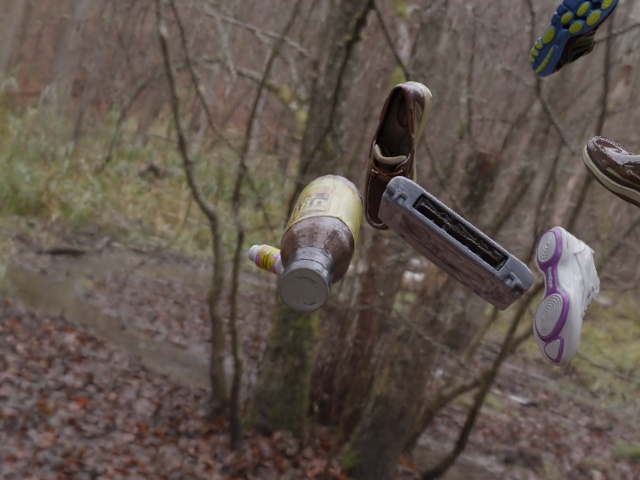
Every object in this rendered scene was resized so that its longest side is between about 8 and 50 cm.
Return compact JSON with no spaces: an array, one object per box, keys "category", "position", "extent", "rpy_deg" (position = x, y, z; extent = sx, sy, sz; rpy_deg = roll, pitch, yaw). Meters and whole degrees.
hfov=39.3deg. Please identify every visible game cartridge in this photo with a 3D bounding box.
[{"category":"game cartridge","position":[0.236,0.009,1.609],"extent":[0.297,0.062,0.198],"rpy_deg":[38,-7,8]}]

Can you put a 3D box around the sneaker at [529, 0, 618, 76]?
[{"category":"sneaker","position":[0.398,-0.329,1.392],"extent":[0.078,0.067,0.188],"rpy_deg":[-18,-21,-30]}]

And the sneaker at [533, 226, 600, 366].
[{"category":"sneaker","position":[0.530,0.122,1.870],"extent":[0.152,0.305,0.114],"rpy_deg":[22,-29,-24]}]

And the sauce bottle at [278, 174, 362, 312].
[{"category":"sauce bottle","position":[0.000,0.000,1.333],"extent":[0.112,0.111,0.344],"rpy_deg":[17,22,-1]}]

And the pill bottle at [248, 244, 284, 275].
[{"category":"pill bottle","position":[-0.089,0.033,1.591],"extent":[0.083,0.043,0.043],"rpy_deg":[19,3,41]}]

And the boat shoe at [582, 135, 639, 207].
[{"category":"boat shoe","position":[0.522,-0.102,1.410],"extent":[0.095,0.095,0.257],"rpy_deg":[-12,44,-31]}]

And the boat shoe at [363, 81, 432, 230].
[{"category":"boat shoe","position":[0.152,-0.182,1.977],"extent":[0.123,0.341,0.123],"rpy_deg":[23,18,22]}]
